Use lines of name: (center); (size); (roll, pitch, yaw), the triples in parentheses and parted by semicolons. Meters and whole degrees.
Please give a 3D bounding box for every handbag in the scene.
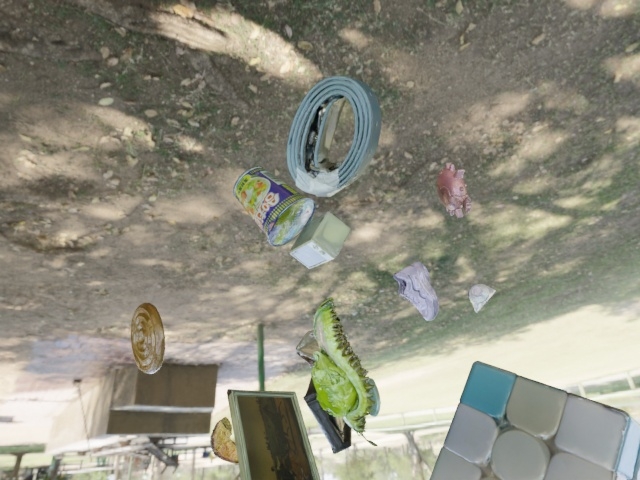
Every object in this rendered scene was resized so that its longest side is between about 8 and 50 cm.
handbag: (0.020, 0.558, 1.376); (0.080, 0.222, 0.247); (-32, 180, 5)

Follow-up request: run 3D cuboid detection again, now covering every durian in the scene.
durian: (0.051, 0.305, 0.881); (0.132, 0.374, 0.106); (-12, -168, 10)

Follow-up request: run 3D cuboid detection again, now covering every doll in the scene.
doll: (0.521, -0.195, 1.626); (0.093, 0.262, 0.211); (-11, 122, -8)

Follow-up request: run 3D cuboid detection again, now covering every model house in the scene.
model house: (0.012, 0.527, 2.034); (0.220, 0.199, 0.229); (30, 157, 11)

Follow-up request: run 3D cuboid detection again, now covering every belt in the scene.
belt: (0.050, -0.375, 1.515); (0.301, 0.173, 0.436); (27, 116, 16)

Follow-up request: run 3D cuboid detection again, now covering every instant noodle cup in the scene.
instant noodle cup: (-0.226, -0.171, 1.863); (0.284, 0.312, 0.284); (-39, 157, -20)

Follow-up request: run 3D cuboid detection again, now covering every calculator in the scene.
calculator: (0.167, 0.516, 1.372); (0.021, 0.153, 0.095); (9, 109, -17)

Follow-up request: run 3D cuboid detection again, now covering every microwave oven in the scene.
microwave oven: (0.000, 0.000, 1.789); (0.145, 0.193, 0.241); (40, 152, -12)

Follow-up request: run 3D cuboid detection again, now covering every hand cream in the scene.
hand cream: (0.441, 0.153, 1.134); (0.084, 0.053, 0.142); (-51, 146, 5)

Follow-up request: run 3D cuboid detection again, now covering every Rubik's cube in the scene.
Rubik's cube: (0.522, 0.535, 0.953); (0.344, 0.346, 0.347); (37, 165, -31)

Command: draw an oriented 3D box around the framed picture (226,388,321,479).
framed picture: (-0.103, 0.450, 0.935); (0.197, 0.252, 0.014); (16, 122, -33)

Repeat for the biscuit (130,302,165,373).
biscuit: (-0.631, 0.353, 1.489); (0.037, 0.261, 0.262); (-2, 159, -46)

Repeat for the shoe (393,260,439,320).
shoe: (0.387, 0.215, 1.677); (0.138, 0.244, 0.095); (-15, 176, -15)

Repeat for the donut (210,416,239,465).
donut: (-0.295, 0.699, 1.443); (0.182, 0.145, 0.078); (11, 175, -10)
